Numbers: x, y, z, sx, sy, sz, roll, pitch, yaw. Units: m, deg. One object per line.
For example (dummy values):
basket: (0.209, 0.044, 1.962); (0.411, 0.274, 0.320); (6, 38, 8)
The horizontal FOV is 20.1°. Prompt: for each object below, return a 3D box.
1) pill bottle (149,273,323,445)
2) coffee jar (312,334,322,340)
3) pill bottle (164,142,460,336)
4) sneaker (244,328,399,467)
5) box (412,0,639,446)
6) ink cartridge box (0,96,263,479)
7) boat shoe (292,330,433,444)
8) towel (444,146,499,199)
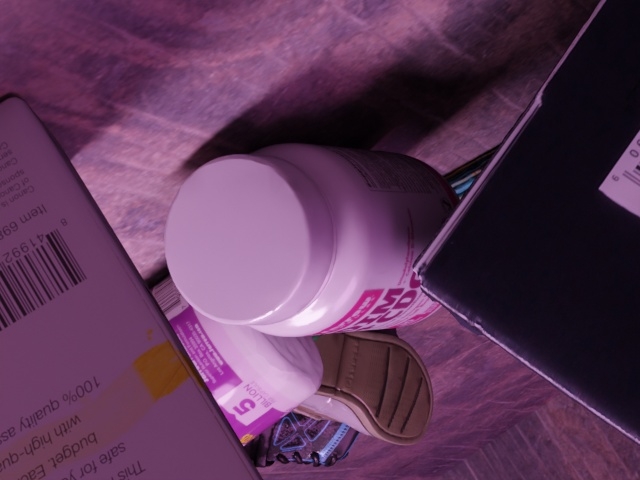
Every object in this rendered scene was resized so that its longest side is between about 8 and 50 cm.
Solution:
pill bottle: (-0.160, 0.152, 1.649); (0.301, 0.169, 0.169); (-37, 163, 13)
coffee jar: (-0.015, 0.053, 1.764); (0.184, 0.079, 0.096); (-35, 132, 6)
pill bottle: (0.000, 0.000, 1.521); (0.160, 0.160, 0.283); (-40, 162, 23)
sneaker: (-0.039, 0.215, 2.062); (0.341, 0.139, 0.125); (-29, -175, -7)
box: (0.382, -0.058, 1.601); (0.480, 0.297, 0.472); (-56, 162, 6)
ink cartridge box: (-0.205, 0.150, 1.176); (0.279, 0.384, 0.160); (-31, 164, -4)
boat shoe: (0.013, 0.142, 1.955); (0.103, 0.113, 0.302); (4, 160, 38)
towel: (0.141, -0.012, 1.965); (0.370, 0.040, 0.271); (-29, 162, -12)
